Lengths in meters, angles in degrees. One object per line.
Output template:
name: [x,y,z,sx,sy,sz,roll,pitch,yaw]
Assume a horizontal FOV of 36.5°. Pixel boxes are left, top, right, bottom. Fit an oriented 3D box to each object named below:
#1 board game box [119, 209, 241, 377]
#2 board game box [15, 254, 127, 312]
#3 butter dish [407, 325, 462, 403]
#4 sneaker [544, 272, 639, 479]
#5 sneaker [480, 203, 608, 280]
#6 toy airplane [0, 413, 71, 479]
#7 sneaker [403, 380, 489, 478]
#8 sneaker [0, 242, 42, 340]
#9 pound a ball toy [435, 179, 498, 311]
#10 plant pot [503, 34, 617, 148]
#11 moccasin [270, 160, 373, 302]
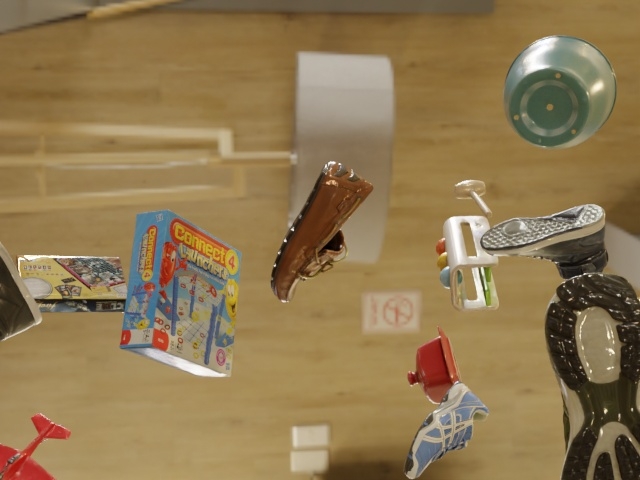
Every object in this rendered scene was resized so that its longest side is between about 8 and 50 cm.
board game box: [-0.300,0.126,2.150,0.308,0.086,0.301,34,54,-57]
board game box: [-0.582,0.101,2.269,0.165,0.243,0.042,-116,-144,-49]
butter dish: [0.258,0.305,2.228,0.160,0.118,0.159,66,11,-49]
sneaker: [0.394,0.247,1.325,0.182,0.158,0.410,3,83,-77]
sneaker: [0.419,0.032,1.793,0.086,0.226,0.163,-87,162,-49]
toy airplane: [-0.417,0.303,1.383,0.151,0.151,0.028,-98,-167,-52]
sneaker: [0.220,0.339,1.703,0.211,0.081,0.080,-46,161,-31]
sneaker: [-0.704,0.090,1.986,0.105,0.147,0.295,0,-57,48]
pound a ball toy: [0.345,0.006,2.335,0.319,0.136,0.208,-85,170,-64]
plant pot: [0.549,-0.330,2.281,0.255,0.272,0.271,-43,137,-63]
moccasin: [0.001,-0.001,2.159,0.380,0.147,0.139,-60,-176,28]
